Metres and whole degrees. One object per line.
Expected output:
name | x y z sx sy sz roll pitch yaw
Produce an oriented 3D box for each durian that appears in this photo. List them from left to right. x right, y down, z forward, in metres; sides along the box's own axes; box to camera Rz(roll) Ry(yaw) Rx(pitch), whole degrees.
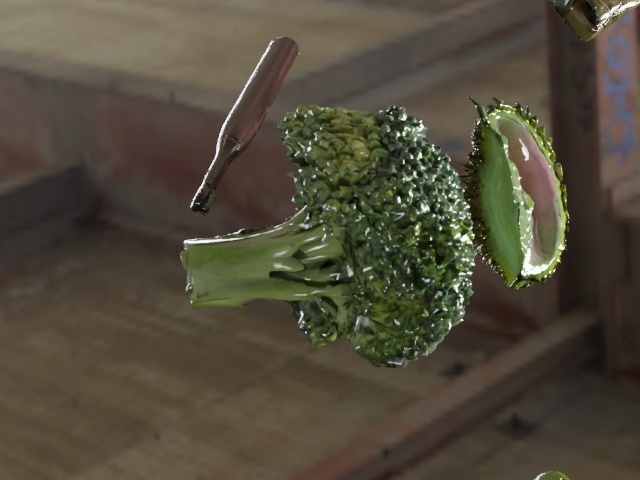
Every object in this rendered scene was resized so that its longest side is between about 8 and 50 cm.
durian | 0.210 -0.054 2.077 0.095 0.221 0.137 -8 178 40

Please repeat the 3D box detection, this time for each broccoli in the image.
broccoli | 0.015 -0.017 1.913 0.302 0.249 0.375 15 166 -7

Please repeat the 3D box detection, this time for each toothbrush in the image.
toothbrush | -0.083 -0.131 2.007 0.041 0.041 0.364 1 -148 15

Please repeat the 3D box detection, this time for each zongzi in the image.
zongzi | 0.251 -0.233 1.695 0.083 0.076 0.040 -37 171 -26

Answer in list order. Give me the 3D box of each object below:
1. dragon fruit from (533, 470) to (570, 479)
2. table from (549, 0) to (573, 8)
dragon fruit | 0.265 0.409 2.038 0.268 0.295 0.130 1 179 -28
table | 0.123 -0.289 1.559 0.220 0.126 0.126 18 -154 12
